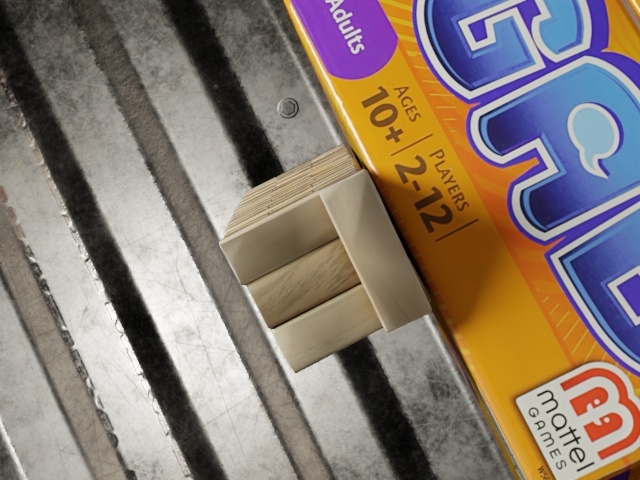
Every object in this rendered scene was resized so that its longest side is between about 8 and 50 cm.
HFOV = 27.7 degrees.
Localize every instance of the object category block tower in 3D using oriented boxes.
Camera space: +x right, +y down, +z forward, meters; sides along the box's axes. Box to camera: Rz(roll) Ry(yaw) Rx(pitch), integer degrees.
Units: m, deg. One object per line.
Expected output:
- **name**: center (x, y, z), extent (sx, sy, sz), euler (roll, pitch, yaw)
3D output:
- **block tower**: center (0.000, 0.000, 0.872), extent (0.091, 0.097, 0.335), euler (63, -179, -6)

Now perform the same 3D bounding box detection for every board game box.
- **board game box**: center (0.236, -0.031, 0.897), extent (0.356, 0.356, 0.356), euler (64, -178, 21)
